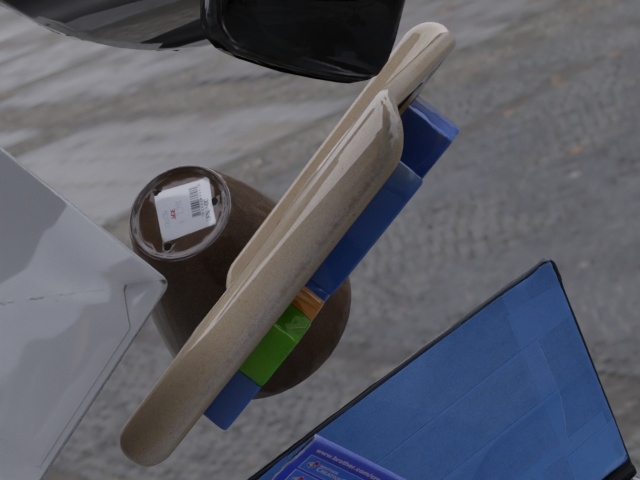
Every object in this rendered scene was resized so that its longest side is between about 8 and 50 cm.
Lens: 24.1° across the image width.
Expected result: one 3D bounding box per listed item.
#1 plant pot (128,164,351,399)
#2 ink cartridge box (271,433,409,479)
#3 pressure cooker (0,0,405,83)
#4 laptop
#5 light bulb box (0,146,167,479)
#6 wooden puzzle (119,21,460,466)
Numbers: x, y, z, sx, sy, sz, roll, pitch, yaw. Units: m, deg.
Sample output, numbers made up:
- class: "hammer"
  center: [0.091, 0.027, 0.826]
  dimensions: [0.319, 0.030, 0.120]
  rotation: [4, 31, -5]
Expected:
- class: "plant pot"
  center: [-0.102, 0.022, 1.542]
  dimensions: [0.215, 0.230, 0.215]
  rotation: [-8, 61, 15]
- class: "ink cartridge box"
  center: [-0.021, 0.277, 0.975]
  dimensions: [0.311, 0.185, 0.065]
  rotation: [-51, 22, 21]
- class: "pressure cooker"
  center: [-0.018, -0.294, 0.720]
  dimensions: [0.375, 0.370, 0.420]
  rotation: [-39, 20, -26]
- class: "laptop"
  center: [0.196, 0.305, 1.305]
  dimensions: [0.382, 0.236, 0.408]
  rotation: [-35, 60, -20]
- class: "light bulb box"
  center: [-0.359, 0.033, 1.035]
  dimensions: [0.361, 0.358, 0.225]
  rotation: [-21, 33, 59]
- class: "wooden puzzle"
  center: [0.000, 0.000, 1.149]
  dimensions: [0.322, 0.080, 0.348]
  rotation: [-52, 4, 21]
